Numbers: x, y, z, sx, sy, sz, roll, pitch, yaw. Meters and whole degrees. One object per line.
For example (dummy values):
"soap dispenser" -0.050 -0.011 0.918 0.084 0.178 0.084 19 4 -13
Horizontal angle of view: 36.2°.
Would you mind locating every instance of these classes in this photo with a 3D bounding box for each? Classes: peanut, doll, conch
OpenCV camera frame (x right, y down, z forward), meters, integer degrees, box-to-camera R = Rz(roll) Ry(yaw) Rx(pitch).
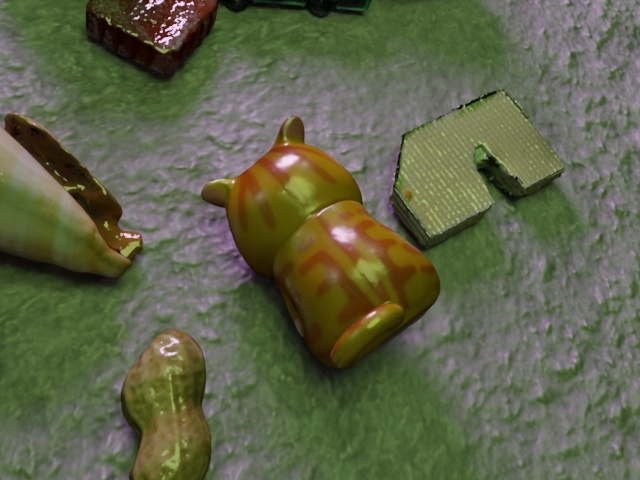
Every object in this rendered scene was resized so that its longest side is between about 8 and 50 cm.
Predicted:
"peanut" -0.152 0.180 0.967 0.089 0.089 0.193 1 59 -15
"doll" 0.007 0.015 1.070 0.166 0.162 0.269 -36 64 -15
"conch" -0.323 -0.034 1.044 0.255 0.127 0.158 44 25 -13

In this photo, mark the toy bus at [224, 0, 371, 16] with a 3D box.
"toy bus" -0.056 -0.370 1.325 0.261 0.091 0.109 1 53 -17

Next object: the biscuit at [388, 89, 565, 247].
"biscuit" 0.186 -0.094 1.250 0.250 0.046 0.147 -28 72 -29

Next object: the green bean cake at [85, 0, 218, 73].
"green bean cake" -0.214 -0.285 1.244 0.135 0.056 0.135 30 58 3
